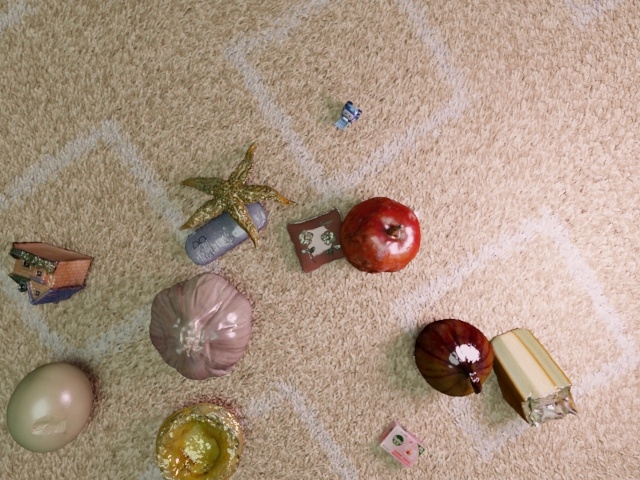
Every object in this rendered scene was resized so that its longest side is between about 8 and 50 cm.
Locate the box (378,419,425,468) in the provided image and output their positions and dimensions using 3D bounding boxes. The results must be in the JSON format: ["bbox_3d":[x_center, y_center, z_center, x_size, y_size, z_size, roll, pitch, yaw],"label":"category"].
[{"bbox_3d":[0.263,0.660,1.322,0.125,0.043,0.089,39,92,-2],"label":"box"}]

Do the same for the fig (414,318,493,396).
[{"bbox_3d":[0.406,0.350,1.235,0.234,0.214,0.235,-3,68,7],"label":"fig"}]

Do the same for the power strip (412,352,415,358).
[{"bbox_3d":[0.323,0.398,1.318,0.017,0.027,0.083,-32,92,0],"label":"power strip"}]

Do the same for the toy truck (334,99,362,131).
[{"bbox_3d":[0.080,-0.378,1.259,0.056,0.073,0.090,39,91,-1],"label":"toy truck"}]

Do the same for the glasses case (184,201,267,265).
[{"bbox_3d":[-0.295,-0.026,1.277,0.282,0.067,0.109,-33,86,2],"label":"glasses case"}]

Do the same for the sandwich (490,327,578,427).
[{"bbox_3d":[0.638,0.410,1.234,0.155,0.198,0.228,-21,93,1],"label":"sandwich"}]

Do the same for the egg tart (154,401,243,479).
[{"bbox_3d":[-0.373,0.638,1.283,0.288,0.118,0.288,0,92,2],"label":"egg tart"}]

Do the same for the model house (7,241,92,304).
[{"bbox_3d":[-0.841,0.109,1.242,0.182,0.166,0.172,19,96,11],"label":"model house"}]

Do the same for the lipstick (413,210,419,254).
[{"bbox_3d":[0.294,-0.023,1.293,0.040,0.040,0.141,-1,92,0],"label":"lipstick"}]

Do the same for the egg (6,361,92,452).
[{"bbox_3d":[-0.809,0.501,1.226,0.219,0.219,0.269,4,94,0],"label":"egg"}]

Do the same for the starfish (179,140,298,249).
[{"bbox_3d":[-0.273,-0.118,1.228,0.357,0.078,0.347,-38,75,-3],"label":"starfish"}]

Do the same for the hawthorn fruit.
[{"bbox_3d":[0.186,-0.014,1.176,0.241,0.271,0.242,2,84,-16],"label":"hawthorn fruit"}]

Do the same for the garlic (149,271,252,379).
[{"bbox_3d":[-0.342,0.256,1.197,0.317,0.259,0.318,0,91,4],"label":"garlic"}]

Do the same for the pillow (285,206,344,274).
[{"bbox_3d":[0.000,0.000,1.275,0.179,0.075,0.171,-20,94,-1],"label":"pillow"}]
